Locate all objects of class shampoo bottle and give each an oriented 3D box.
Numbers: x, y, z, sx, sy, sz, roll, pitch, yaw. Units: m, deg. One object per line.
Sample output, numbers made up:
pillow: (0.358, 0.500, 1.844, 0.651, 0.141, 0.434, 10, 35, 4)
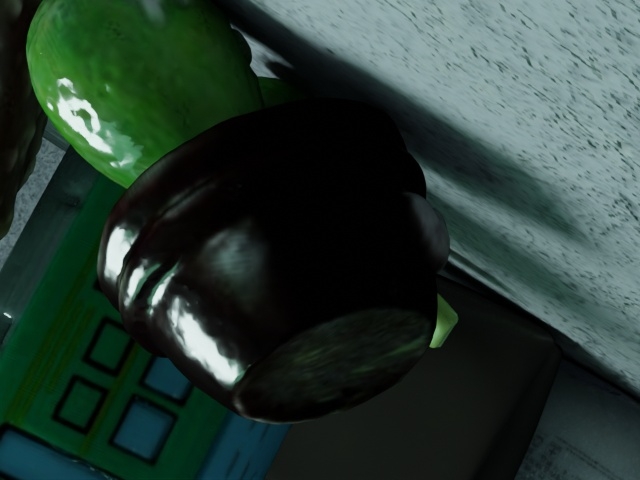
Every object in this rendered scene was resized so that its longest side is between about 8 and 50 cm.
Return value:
shampoo bottle: (0.174, 0.241, 1.561, 0.273, 0.266, 0.273, 35, 175, 3)

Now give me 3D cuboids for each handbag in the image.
handbag: (0.014, 0.131, 1.429, 0.285, 0.257, 0.113, 23, 176, 4)

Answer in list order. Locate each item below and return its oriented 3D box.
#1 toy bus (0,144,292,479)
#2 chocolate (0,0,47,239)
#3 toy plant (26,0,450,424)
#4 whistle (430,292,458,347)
toy bus: (-0.101, 0.059, 1.180, 0.199, 0.343, 0.183, 22, 166, 14)
chocolate: (-0.265, -0.122, 1.172, 0.225, 0.210, 0.340, 27, 178, -10)
toy plant: (-0.045, -0.028, 0.979, 0.218, 0.175, 0.235, 30, -153, -58)
whistle: (0.000, 0.000, 1.341, 0.227, 0.105, 0.085, 34, -144, 4)
